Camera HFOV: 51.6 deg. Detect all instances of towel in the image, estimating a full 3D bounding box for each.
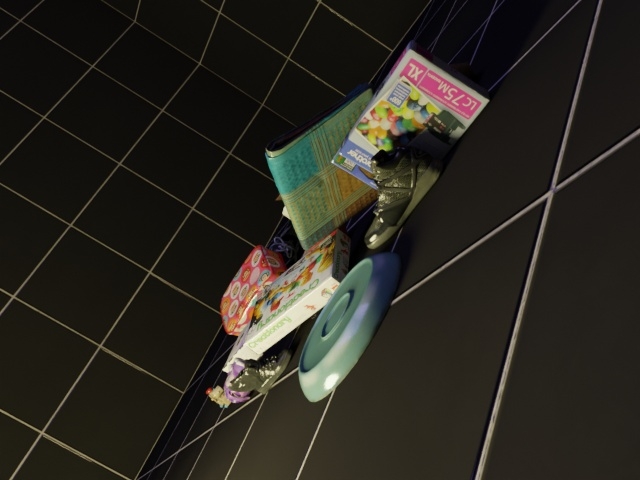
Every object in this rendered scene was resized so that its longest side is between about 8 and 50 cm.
[{"bbox_3d":[0.027,-0.154,1.486,0.271,0.040,0.370,-35,-32,-11],"label":"towel"}]

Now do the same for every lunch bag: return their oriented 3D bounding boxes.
[{"bbox_3d":[-0.234,0.168,2.273,0.293,0.120,0.258,-55,32,17],"label":"lunch bag"}]

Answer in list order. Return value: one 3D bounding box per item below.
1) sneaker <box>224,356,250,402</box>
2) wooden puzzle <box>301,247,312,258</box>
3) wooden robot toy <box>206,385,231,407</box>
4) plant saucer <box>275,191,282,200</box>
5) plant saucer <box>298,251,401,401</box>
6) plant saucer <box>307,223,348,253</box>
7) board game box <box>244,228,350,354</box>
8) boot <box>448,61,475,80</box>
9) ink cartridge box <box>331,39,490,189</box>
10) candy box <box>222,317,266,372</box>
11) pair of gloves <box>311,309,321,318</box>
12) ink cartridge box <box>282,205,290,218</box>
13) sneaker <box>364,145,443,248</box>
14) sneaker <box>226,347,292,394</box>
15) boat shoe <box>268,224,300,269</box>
[{"bbox_3d":[-0.206,0.374,1.741,0.236,0.095,0.104,128,164,-66],"label":"sneaker"},{"bbox_3d":[0.000,0.000,2.081,0.238,0.044,0.221,-56,7,46],"label":"wooden puzzle"},{"bbox_3d":[-0.296,0.458,2.025,0.079,0.076,0.173,-49,5,-22],"label":"wooden robot toy"},{"bbox_3d":[-0.088,-0.212,2.253,0.198,0.036,0.198,-55,9,13],"label":"plant saucer"},{"bbox_3d":[0.043,0.148,1.233,0.317,0.044,0.317,-55,9,13],"label":"plant saucer"},{"bbox_3d":[-0.020,0.093,1.805,0.259,0.048,0.258,-63,10,-29],"label":"plant saucer"},{"bbox_3d":[-0.053,0.124,1.588,0.305,0.053,0.193,-40,22,27],"label":"board game box"},{"bbox_3d":[0.265,-0.313,1.558,0.115,0.112,0.305,-29,-9,-23],"label":"boot"},{"bbox_3d":[0.170,-0.218,1.333,0.311,0.186,0.065,-53,12,35],"label":"ink cartridge box"},{"bbox_3d":[-0.206,0.307,2.033,0.196,0.070,0.164,-51,11,37],"label":"candy box"},{"bbox_3d":[-0.006,0.158,1.603,0.074,0.010,0.083,-58,11,-11],"label":"pair of gloves"},{"bbox_3d":[0.027,-0.232,2.337,0.279,0.160,0.384,-54,9,29],"label":"ink cartridge box"},{"bbox_3d":[0.130,-0.095,1.324,0.227,0.130,0.087,-57,6,25],"label":"sneaker"},{"bbox_3d":[-0.145,0.308,1.586,0.170,0.089,0.051,-55,8,21],"label":"sneaker"},{"bbox_3d":[-0.136,0.045,2.461,0.306,0.113,0.105,-53,-13,-52],"label":"boat shoe"}]
